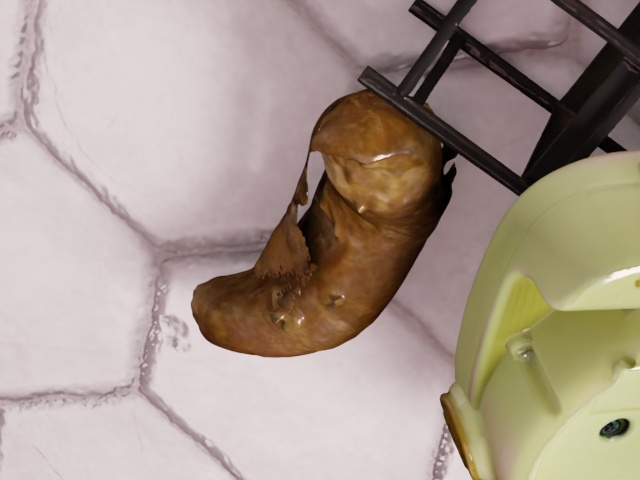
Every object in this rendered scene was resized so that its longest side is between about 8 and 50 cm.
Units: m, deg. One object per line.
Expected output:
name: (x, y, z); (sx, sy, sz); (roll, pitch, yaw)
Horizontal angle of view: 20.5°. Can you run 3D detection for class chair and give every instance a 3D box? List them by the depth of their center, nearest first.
chair: (0.179, -0.098, 1.130); (0.260, 0.141, 0.154); (35, 127, -1)

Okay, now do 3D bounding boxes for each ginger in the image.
ginger: (0.013, -0.005, 1.252); (0.107, 0.133, 0.309); (60, 147, 23)

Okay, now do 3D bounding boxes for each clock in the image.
clock: (0.229, 0.095, 1.176); (0.286, 0.117, 0.348); (-1, 135, -19)
